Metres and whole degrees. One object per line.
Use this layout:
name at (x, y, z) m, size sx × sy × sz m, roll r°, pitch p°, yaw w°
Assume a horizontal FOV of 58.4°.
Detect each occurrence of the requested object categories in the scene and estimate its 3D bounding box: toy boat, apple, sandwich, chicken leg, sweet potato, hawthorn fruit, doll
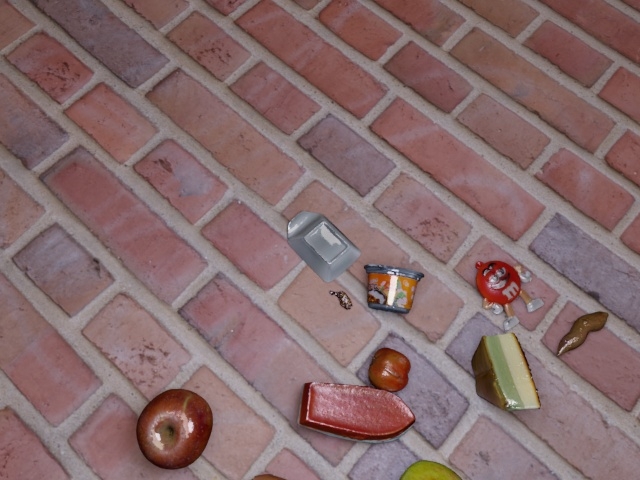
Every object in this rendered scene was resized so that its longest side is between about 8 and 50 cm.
toy boat at (0.102, 0.473, 1.563) m, size 0.331 × 0.133 × 0.145 m, roll 12°, pitch 63°, yaw -9°
apple at (-0.379, 0.495, 1.515) m, size 0.201 × 0.162 × 0.201 m, roll -1°, pitch 78°, yaw 5°
sandwich at (0.500, 0.391, 1.570) m, size 0.108 × 0.186 × 0.220 m, roll -6°, pitch 51°, yaw -4°
apple at (0.279, 0.657, 1.452) m, size 0.196 × 0.196 × 0.196 m, roll 1°, pitch 68°, yaw -2°
chicken leg at (0.065, 0.174, 1.730) m, size 0.036 × 0.021 × 0.083 m, roll -42°, pitch 74°, yaw -7°
sweet potato at (0.771, 0.269, 1.701) m, size 0.218 × 0.051 × 0.065 m, roll -32°, pitch 75°, yaw -14°
hawthorn fruit at (0.194, 0.364, 1.611) m, size 0.128 × 0.128 × 0.128 m, roll 1°, pitch 68°, yaw -2°
doll at (0.558, 0.141, 1.730) m, size 0.183 × 0.085 × 0.217 m, roll -33°, pitch 82°, yaw -13°

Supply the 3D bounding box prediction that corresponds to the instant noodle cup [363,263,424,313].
instant noodle cup at (0.206, 0.147, 1.680) m, size 0.208 × 0.177 × 0.126 m, roll 14°, pitch 82°, yaw -29°

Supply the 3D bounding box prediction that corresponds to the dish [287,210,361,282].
dish at (0.000, 0.000, 1.775) m, size 0.154 × 0.064 × 0.234 m, roll -41°, pitch 74°, yaw -16°

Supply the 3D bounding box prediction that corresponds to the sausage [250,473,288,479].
sausage at (0.006, 0.699, 1.465) m, size 0.418 × 0.094 × 0.094 m, roll 18°, pitch 43°, yaw 11°
